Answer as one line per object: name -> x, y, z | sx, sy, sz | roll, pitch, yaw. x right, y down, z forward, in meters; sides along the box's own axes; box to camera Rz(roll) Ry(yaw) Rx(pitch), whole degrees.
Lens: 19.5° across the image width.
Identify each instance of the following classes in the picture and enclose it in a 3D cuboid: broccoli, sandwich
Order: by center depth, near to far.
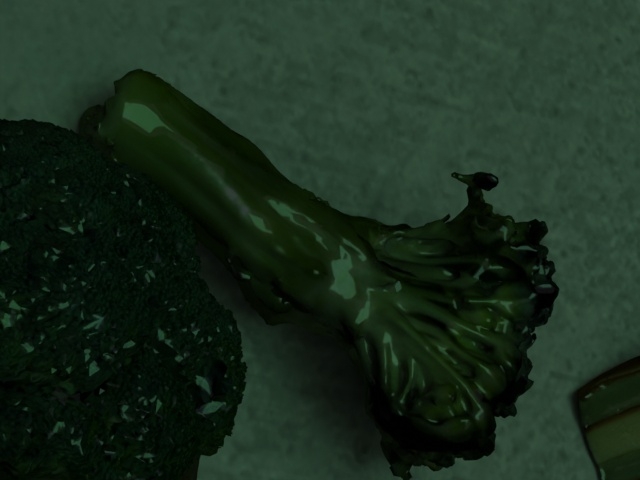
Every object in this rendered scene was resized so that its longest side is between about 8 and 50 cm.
broccoli -> -0.158, 0.072, 0.907 | 0.270, 0.270, 0.270 | 9, 110, -31
broccoli -> -0.004, 0.005, 1.079 | 0.304, 0.145, 0.165 | 34, 75, -12
sandwich -> 0.253, 0.103, 1.278 | 0.163, 0.113, 0.079 | -21, 95, 1

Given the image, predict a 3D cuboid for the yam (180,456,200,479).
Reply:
yam -> -0.097, 0.193, 1.014 | 0.061, 0.061, 0.253 | 11, 77, -31
